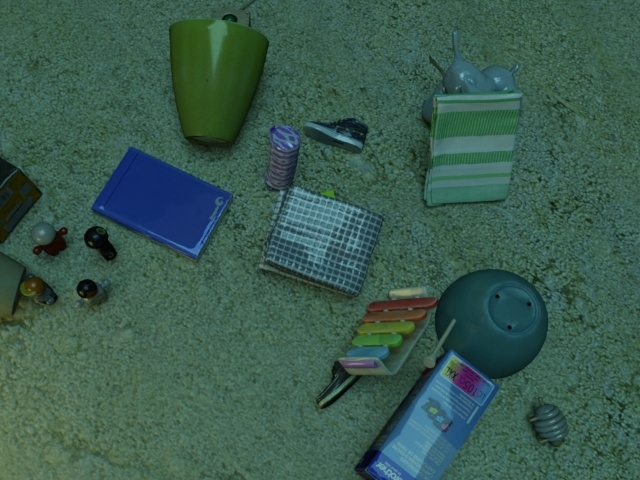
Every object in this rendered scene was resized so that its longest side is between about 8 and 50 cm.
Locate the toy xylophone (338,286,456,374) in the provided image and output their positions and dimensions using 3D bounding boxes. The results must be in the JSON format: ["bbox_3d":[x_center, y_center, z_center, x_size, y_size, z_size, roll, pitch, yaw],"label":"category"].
[{"bbox_3d":[0.195,0.226,1.628,0.081,0.236,0.322,66,32,-19],"label":"toy xylophone"}]

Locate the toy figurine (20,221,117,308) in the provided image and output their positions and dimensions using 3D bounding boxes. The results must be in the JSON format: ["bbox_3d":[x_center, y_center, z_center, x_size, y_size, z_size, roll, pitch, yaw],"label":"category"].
[{"bbox_3d":[-0.634,0.064,1.682,0.213,0.148,0.209,7,71,-2],"label":"toy figurine"}]

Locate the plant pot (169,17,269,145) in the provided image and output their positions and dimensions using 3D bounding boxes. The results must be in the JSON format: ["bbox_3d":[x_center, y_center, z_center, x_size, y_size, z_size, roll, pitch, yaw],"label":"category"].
[{"bbox_3d":[-0.291,-0.418,1.829,0.275,0.275,0.293,5,87,-3],"label":"plant pot"}]

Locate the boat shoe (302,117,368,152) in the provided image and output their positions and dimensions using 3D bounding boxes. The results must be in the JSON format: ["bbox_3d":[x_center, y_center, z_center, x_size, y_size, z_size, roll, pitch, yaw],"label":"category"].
[{"bbox_3d":[0.045,-0.320,1.909,0.183,0.065,0.083,20,70,-4],"label":"boat shoe"}]

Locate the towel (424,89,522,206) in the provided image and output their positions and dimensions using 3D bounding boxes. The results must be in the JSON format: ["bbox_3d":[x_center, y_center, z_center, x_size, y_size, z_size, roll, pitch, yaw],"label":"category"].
[{"bbox_3d":[0.410,-0.245,1.797,0.248,0.325,0.038,-5,33,-5],"label":"towel"}]

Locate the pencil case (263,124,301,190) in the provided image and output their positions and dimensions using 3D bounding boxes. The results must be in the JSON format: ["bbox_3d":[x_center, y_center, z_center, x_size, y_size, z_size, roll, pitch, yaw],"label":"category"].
[{"bbox_3d":[-0.105,-0.222,1.793,0.088,0.206,0.086,41,60,12],"label":"pencil case"}]

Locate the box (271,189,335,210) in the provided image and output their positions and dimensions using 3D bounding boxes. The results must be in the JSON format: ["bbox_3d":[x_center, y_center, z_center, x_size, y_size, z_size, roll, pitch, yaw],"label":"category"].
[{"bbox_3d":[-0.038,-0.067,1.825,0.178,0.042,0.109,-14,73,-8],"label":"box"}]

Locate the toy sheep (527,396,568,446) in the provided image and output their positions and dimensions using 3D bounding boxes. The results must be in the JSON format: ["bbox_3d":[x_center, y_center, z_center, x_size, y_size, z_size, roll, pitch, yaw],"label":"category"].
[{"bbox_3d":[0.576,0.459,1.676,0.091,0.091,0.132,-24,94,-12],"label":"toy sheep"}]

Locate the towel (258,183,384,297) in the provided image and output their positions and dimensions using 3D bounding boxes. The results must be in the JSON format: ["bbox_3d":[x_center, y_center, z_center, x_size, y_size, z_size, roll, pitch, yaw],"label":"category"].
[{"bbox_3d":[0.000,0.000,1.733,0.284,0.121,0.235,19,83,-6],"label":"towel"}]

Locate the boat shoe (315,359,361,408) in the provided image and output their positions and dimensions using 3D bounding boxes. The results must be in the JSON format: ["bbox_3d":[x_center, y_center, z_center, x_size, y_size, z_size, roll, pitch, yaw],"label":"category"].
[{"bbox_3d":[0.063,0.333,1.686,0.223,0.080,0.073,-39,73,-20],"label":"boat shoe"}]

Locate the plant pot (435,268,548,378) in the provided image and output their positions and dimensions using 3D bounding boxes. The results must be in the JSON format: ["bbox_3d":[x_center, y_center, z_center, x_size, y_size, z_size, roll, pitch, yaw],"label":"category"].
[{"bbox_3d":[0.457,0.195,1.696,0.290,0.195,0.290,1,72,-3],"label":"plant pot"}]

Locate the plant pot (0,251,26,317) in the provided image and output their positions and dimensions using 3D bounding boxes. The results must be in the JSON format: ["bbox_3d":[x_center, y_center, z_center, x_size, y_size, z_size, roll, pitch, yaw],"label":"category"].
[{"bbox_3d":[-0.879,0.093,1.623,0.274,0.256,0.256,14,70,-16],"label":"plant pot"}]

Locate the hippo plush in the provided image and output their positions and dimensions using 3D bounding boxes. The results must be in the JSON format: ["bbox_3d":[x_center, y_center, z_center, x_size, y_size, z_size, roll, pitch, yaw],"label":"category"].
[{"bbox_3d":[0.446,-0.415,1.924,0.236,0.234,0.294,-13,77,-35],"label":"hippo plush"}]

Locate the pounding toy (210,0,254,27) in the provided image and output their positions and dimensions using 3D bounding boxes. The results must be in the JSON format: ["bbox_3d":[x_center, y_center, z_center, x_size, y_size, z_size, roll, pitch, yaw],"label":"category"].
[{"bbox_3d":[-0.252,-0.635,1.946,0.130,0.141,0.100,3,71,-3],"label":"pounding toy"}]

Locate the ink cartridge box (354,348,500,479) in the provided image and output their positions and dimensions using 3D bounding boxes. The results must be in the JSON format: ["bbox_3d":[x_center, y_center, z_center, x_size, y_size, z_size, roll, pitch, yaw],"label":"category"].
[{"bbox_3d":[0.223,0.469,1.547,0.151,0.270,0.395,35,72,9],"label":"ink cartridge box"}]

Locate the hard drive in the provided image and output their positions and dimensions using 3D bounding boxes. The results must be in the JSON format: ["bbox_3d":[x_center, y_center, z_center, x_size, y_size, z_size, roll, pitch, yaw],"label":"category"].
[{"bbox_3d":[-0.427,-0.101,1.809,0.319,0.040,0.210,25,71,4],"label":"hard drive"}]

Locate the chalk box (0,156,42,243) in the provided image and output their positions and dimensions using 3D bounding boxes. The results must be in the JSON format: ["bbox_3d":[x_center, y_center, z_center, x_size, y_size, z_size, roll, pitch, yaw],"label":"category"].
[{"bbox_3d":[-0.918,-0.157,1.721,0.289,0.179,0.180,32,73,7],"label":"chalk box"}]
